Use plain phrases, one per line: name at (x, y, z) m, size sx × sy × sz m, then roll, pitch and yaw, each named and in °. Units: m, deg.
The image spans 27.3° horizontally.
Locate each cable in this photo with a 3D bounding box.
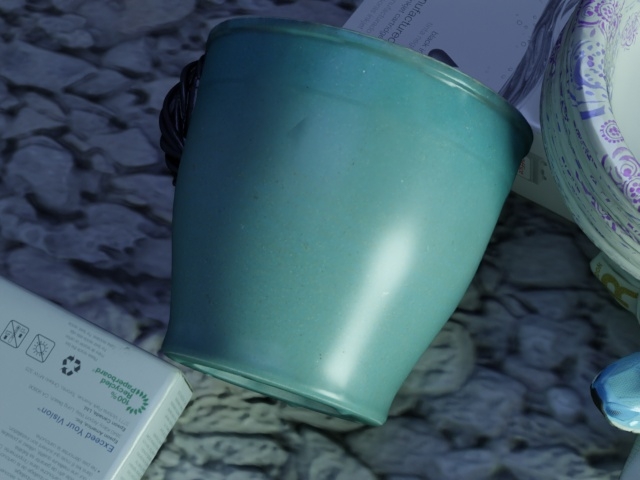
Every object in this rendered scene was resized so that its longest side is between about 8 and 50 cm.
cable at (-0.077, -0.120, 1.217) m, size 0.150 × 0.047 × 0.184 m, roll 38°, pitch 73°, yaw 24°

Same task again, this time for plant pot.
plant pot at (0.000, 0.000, 1.035) m, size 0.271 × 0.271 × 0.255 m, roll 16°, pitch 80°, yaw 16°

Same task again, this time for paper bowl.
paper bowl at (0.302, -0.086, 0.974) m, size 0.284 × 0.148 × 0.284 m, roll 2°, pitch 70°, yaw -7°

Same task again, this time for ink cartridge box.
ink cartridge box at (0.191, -0.162, 1.162) m, size 0.283 × 0.117 × 0.207 m, roll 30°, pitch 69°, yaw 21°
ink cartridge box at (-0.324, 0.181, 1.076) m, size 0.324 × 0.071 × 0.330 m, roll 26°, pitch 71°, yaw 19°

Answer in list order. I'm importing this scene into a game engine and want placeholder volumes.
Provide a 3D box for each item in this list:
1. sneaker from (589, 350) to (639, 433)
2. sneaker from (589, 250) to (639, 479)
sneaker at (0.264, 0.080, 0.924) m, size 0.162 × 0.073 × 0.063 m, roll -19°, pitch 55°, yaw -8°
sneaker at (0.270, 0.082, 1.034) m, size 0.169 × 0.108 × 0.292 m, roll 31°, pitch 60°, yaw 23°
